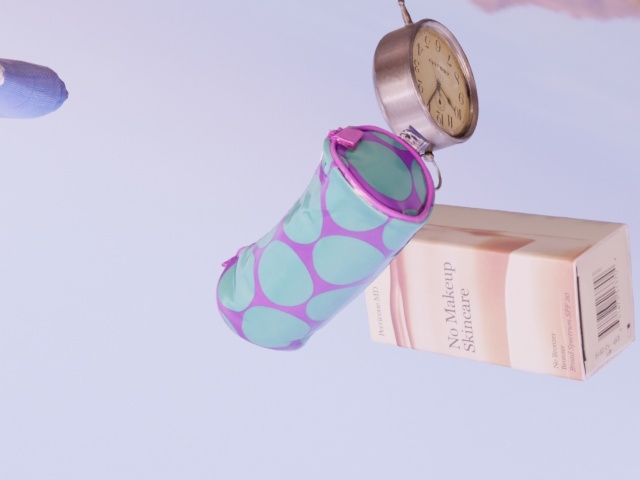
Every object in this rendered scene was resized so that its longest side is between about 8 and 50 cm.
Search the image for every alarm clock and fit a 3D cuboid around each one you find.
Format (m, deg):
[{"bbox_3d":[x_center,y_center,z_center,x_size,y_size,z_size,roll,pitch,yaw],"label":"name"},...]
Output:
[{"bbox_3d":[0.103,-0.136,1.377,0.064,0.192,0.129,-19,149,32],"label":"alarm clock"}]

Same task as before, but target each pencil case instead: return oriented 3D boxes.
[{"bbox_3d":[0.000,0.000,0.739,0.064,0.151,0.070,-27,-105,-43],"label":"pencil case"}]

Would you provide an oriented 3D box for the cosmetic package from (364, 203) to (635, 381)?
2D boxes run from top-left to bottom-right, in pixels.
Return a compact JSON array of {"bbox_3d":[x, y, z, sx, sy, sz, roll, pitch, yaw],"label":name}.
[{"bbox_3d":[0.203,0.053,1.606,0.296,0.153,0.129,6,-157,40],"label":"cosmetic package"}]

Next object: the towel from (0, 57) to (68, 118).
[{"bbox_3d":[-0.324,-0.101,0.681,0.336,0.040,0.243,8,-179,-43],"label":"towel"}]
